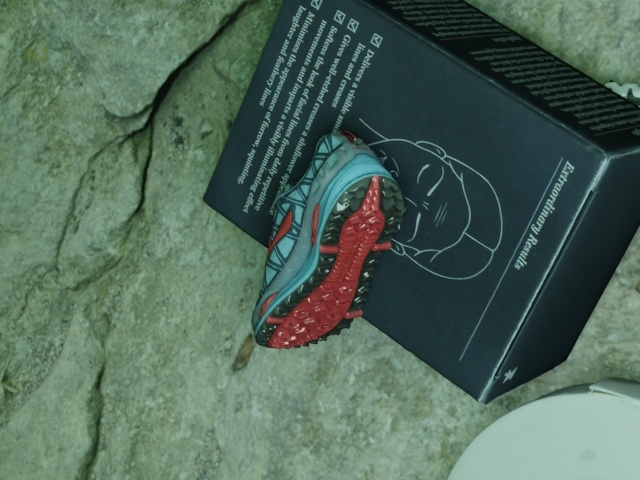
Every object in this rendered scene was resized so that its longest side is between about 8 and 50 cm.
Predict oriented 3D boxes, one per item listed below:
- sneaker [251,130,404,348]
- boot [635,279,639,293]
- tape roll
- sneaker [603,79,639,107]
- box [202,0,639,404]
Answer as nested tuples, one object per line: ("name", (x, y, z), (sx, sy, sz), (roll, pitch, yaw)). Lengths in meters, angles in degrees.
("sneaker", (0.000, 0.000, 1.558), (0.262, 0.104, 0.125), (-59, 38, 35))
("boot", (0.483, 0.010, 1.562), (0.211, 0.104, 0.295), (38, 89, 17))
("tape roll", (0.295, 0.335, 1.565), (0.392, 0.072, 0.392), (4, 98, 32))
("sneaker", (0.325, -0.117, 1.660), (0.234, 0.078, 0.106), (-6, 78, 21))
("box", (0.123, -0.075, 1.629), (0.395, 0.212, 0.293), (36, 117, 24))
